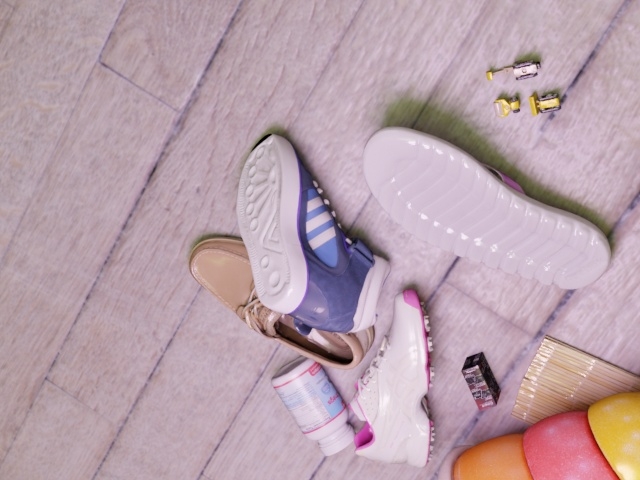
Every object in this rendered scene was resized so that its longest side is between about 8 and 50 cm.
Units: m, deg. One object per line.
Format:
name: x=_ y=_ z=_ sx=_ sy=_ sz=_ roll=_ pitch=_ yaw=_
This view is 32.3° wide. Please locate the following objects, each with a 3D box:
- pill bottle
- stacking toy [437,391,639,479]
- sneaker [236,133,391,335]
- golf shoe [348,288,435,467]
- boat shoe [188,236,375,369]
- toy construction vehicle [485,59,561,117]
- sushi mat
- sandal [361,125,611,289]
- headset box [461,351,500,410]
pill bottle: x=-0.008 y=0.278 z=1.864 sx=0.087 sy=0.087 sz=0.160 roll=-30 pitch=96 yaw=21
stacking toy: x=0.439 y=0.334 z=1.615 sx=0.350 sy=0.350 sz=0.480 roll=46 pitch=111 yaw=-1
sneaker: x=0.000 y=0.000 z=1.771 sx=0.130 sy=0.236 sz=0.322 roll=-36 pitch=50 yaw=36
golf shoe: x=0.114 y=0.228 z=1.790 sx=0.140 sy=0.115 sz=0.306 roll=-1 pitch=105 yaw=1
boat shoe: x=-0.072 y=0.100 z=1.818 sx=0.341 sy=0.110 sz=0.121 roll=26 pitch=111 yaw=7
toy construction vehicle: x=0.305 y=-0.229 z=1.665 sx=0.098 sy=0.035 sz=0.085 roll=-12 pitch=113 yaw=21
sushi mat: x=0.473 y=0.279 z=1.767 sx=0.317 sy=0.019 sz=0.151 roll=24 pitch=112 yaw=9
sandal: x=0.248 y=-0.052 z=1.699 sx=0.416 sy=0.102 sz=0.169 roll=29 pitch=127 yaw=-8
headset box: x=0.262 y=0.231 z=1.789 sx=0.032 sy=0.062 sz=0.083 roll=-21 pitch=99 yaw=21
